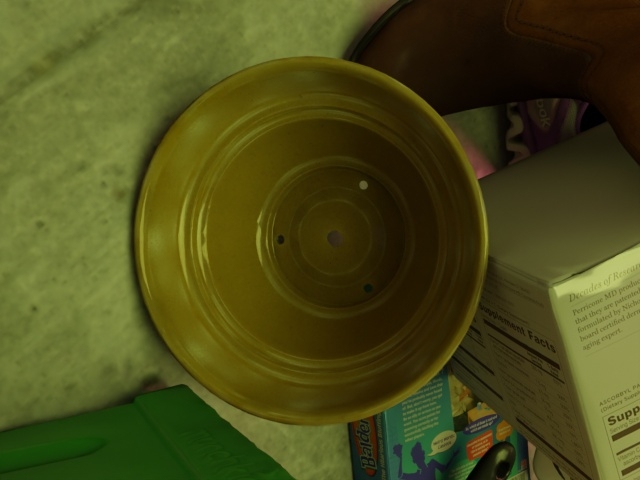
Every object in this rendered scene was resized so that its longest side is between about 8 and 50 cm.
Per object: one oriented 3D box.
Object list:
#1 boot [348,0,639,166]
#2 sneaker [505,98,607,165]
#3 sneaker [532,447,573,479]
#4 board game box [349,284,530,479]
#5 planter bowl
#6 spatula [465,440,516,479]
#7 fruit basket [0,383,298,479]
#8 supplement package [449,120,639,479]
[{"bbox_3d":[0.162,-0.087,0.497,0.264,0.280,0.096,-15,128,-1],"label":"boot"},{"bbox_3d":[0.200,-0.154,0.667,0.095,0.105,0.236,-30,109,-30],"label":"sneaker"},{"bbox_3d":[0.253,0.082,0.728,0.122,0.146,0.330,38,45,-5],"label":"sneaker"},{"bbox_3d":[0.097,0.129,0.642,0.160,0.047,0.210,-11,100,-35],"label":"board game box"},{"bbox_3d":[0.000,0.000,0.507,0.090,0.217,0.217,-7,99,-73],"label":"planter bowl"},{"bbox_3d":[0.071,0.280,0.599,0.084,0.030,0.296,23,93,-35],"label":"spatula"},{"bbox_3d":[-0.022,0.234,0.362,0.392,0.392,0.282,6,89,-37],"label":"fruit basket"},{"bbox_3d":[0.222,0.011,0.524,0.262,0.204,0.145,-23,108,-10],"label":"supplement package"}]
